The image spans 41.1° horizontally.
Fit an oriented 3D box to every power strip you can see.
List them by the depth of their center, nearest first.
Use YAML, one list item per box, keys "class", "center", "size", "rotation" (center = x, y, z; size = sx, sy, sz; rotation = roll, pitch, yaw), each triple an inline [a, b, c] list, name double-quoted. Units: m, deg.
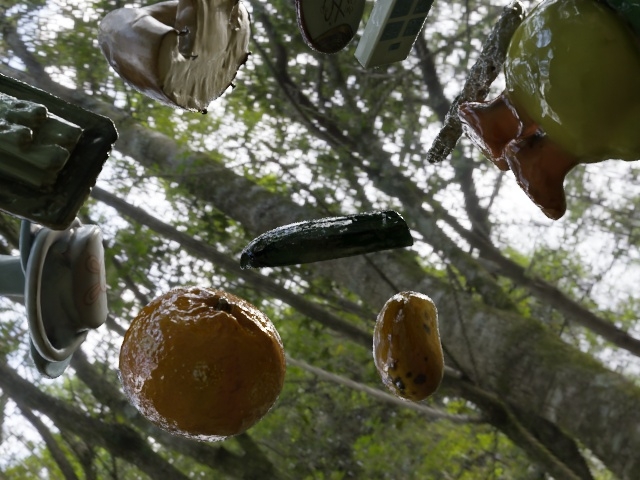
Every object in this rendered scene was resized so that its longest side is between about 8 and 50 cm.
- class: "power strip"
  center: [-0.367, -0.126, 1.034]
  size: [0.213, 0.064, 0.198]
  rotation: [20, -132, -10]
- class: "power strip"
  center: [0.154, -0.427, 1.454]
  size: [0.106, 0.043, 0.367]
  rotation: [-19, -27, -30]

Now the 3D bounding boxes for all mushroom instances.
- class: "mushroom"
  center: [-0.194, -0.246, 1.046]
  size: [0.286, 0.151, 0.156]
  rotation: [-53, -28, -65]

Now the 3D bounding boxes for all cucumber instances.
- class: "cucumber"
  center: [0.000, 0.000, 1.239]
  size: [0.243, 0.115, 0.063]
  rotation: [-10, -88, -25]

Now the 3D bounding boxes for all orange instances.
- class: "orange"
  center: [-0.124, 0.128, 0.910]
  size: [0.177, 0.177, 0.155]
  rotation: [26, -83, -46]

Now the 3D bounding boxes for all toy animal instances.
- class: "toy animal"
  center: [0.322, -0.206, 0.979]
  size: [0.338, 0.216, 0.191]
  rotation: [-40, -41, 5]

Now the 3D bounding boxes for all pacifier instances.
- class: "pacifier"
  center: [-0.411, 0.055, 1.167]
  size: [0.238, 0.225, 0.287]
  rotation: [-79, -13, -69]

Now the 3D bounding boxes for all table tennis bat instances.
- class: "table tennis bat"
  center: [0.025, -0.421, 1.226]
  size: [0.173, 0.022, 0.301]
  rotation: [-7, -73, -55]

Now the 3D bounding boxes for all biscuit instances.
- class: "biscuit"
  center: [0.222, -0.226, 1.158]
  size: [0.141, 0.038, 0.290]
  rotation: [-59, -5, -31]

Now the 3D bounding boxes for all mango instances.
- class: "mango"
  center: [0.128, 0.147, 1.239]
  size: [0.115, 0.090, 0.178]
  rotation: [32, -133, -35]
